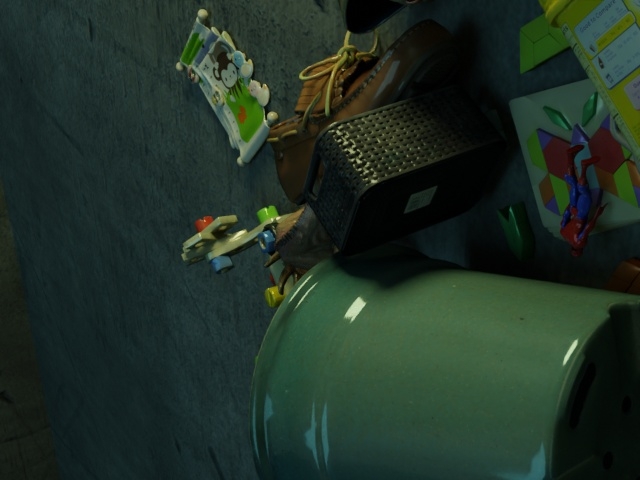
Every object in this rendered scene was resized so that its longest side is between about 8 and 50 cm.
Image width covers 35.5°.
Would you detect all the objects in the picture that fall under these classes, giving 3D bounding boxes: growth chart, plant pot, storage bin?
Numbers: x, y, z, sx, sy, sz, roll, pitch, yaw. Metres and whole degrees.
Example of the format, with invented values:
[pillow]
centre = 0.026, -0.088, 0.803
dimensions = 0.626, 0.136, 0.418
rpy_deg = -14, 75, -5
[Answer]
[growth chart]
centre = -0.142, -0.230, 1.503
dimensions = 0.237, 0.021, 0.172
rpy_deg = 58, 147, 19
[plant pot]
centre = 0.165, 0.170, 0.956
dimensions = 0.334, 0.341, 0.341
rpy_deg = -1, 106, 51
[storage bin]
centre = 0.084, -0.071, 1.017
dimensions = 0.084, 0.180, 0.122
rpy_deg = 57, 152, 25

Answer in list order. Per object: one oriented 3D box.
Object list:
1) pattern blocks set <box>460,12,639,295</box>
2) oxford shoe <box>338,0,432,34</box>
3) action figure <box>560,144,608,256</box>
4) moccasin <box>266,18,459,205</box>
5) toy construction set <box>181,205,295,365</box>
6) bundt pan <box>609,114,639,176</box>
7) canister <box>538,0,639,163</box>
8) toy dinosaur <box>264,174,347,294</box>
[pattern blocks set]
centre = 0.254, -0.076, 0.929
dimensions = 0.285, 0.026, 0.325
rpy_deg = 66, 151, 8
[oxford shoe]
centre = 0.109, -0.284, 0.919
dimensions = 0.348, 0.123, 0.130
rpy_deg = 162, 111, -70
[action figure]
centre = 0.240, -0.031, 0.922
dimensions = 0.038, 0.030, 0.115
rpy_deg = 46, 148, 46
[moccasin]
centre = 0.033, -0.160, 1.154
dimensions = 0.147, 0.139, 0.380
rpy_deg = 59, 160, 1
[toy construction set]
centre = -0.057, 0.080, 1.440
dimensions = 0.327, 0.151, 0.215
rpy_deg = 54, 149, 6
[bundt pan]
centre = 0.340, -0.139, 0.647
dimensions = 0.331, 0.124, 0.330
rpy_deg = 36, 137, 44
[canister]
centre = 0.229, -0.122, 0.645
dimensions = 0.169, 0.073, 0.126
rpy_deg = 63, 150, 10
[toy dinosaur]
centre = 0.000, 0.000, 1.206
dimensions = 0.201, 0.296, 0.127
rpy_deg = -5, 77, 20
